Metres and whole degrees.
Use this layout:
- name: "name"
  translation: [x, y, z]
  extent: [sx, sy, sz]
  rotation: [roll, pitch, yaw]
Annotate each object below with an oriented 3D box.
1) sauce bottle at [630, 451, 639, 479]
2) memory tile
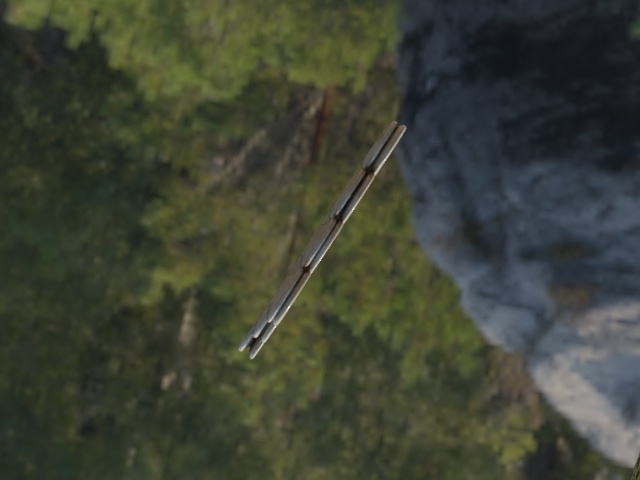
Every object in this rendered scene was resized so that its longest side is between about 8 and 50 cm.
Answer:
- name: "sauce bottle"
  translation: [0.087, 0.039, 0.359]
  extent: [0.042, 0.042, 0.128]
  rotation: [10, 136, 5]
- name: "memory tile"
  translation: [0.000, 0.000, 1.066]
  extent: [0.012, 0.148, 0.113]
  rotation: [33, 158, -1]
